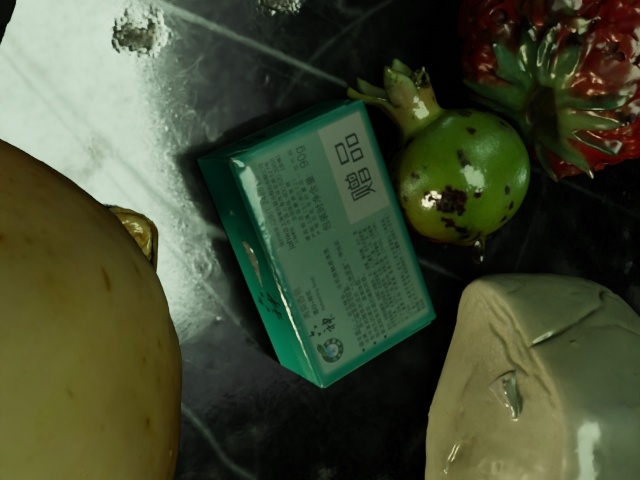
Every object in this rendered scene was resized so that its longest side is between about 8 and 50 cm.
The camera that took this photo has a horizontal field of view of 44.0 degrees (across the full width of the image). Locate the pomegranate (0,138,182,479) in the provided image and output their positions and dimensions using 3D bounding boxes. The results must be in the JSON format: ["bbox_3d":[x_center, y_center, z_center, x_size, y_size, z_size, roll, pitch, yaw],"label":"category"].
[{"bbox_3d":[-0.283,0.120,0.491,0.411,0.411,0.412,-4,98,-27],"label":"pomegranate"}]

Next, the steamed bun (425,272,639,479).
[{"bbox_3d":[0.272,0.235,0.879,0.247,0.236,0.384,7,93,-30],"label":"steamed bun"}]

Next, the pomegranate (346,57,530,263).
[{"bbox_3d":[0.111,-0.084,0.806,0.220,0.156,0.156,35,79,-14],"label":"pomegranate"}]

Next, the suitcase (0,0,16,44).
[{"bbox_3d":[-0.309,-0.298,0.603,0.206,0.066,0.286,21,86,-28],"label":"suitcase"}]

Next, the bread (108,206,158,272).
[{"bbox_3d":[-0.188,0.025,0.719,0.083,0.044,0.111,0,99,-27],"label":"bread"}]

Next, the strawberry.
[{"bbox_3d":[0.290,-0.225,0.836,0.288,0.238,0.250,-49,120,-25],"label":"strawberry"}]

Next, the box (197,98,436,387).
[{"bbox_3d":[0.000,0.000,0.788,0.153,0.092,0.245,-27,109,-23],"label":"box"}]
